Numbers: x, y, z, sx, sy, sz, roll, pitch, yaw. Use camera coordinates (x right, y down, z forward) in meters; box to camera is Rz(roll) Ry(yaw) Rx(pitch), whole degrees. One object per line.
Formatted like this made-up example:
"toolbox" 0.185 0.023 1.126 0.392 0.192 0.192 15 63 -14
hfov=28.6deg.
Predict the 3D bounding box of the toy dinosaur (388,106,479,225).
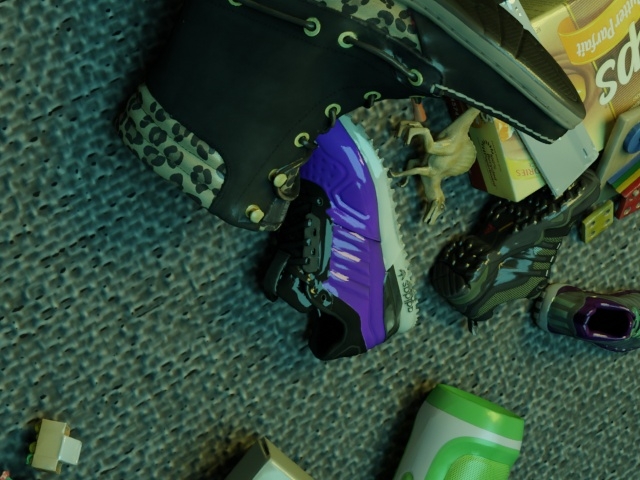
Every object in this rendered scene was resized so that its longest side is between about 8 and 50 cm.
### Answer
"toy dinosaur" 0.129 -0.104 1.349 0.092 0.053 0.183 13 126 -16

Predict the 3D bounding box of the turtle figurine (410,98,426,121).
"turtle figurine" 0.085 -0.271 1.275 0.217 0.087 0.269 -36 105 -30

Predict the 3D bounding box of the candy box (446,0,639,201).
"candy box" 0.291 -0.200 1.420 0.316 0.087 0.183 -31 118 -22

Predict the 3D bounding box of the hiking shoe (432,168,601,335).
"hiking shoe" 0.235 0.007 1.448 0.227 0.086 0.114 -39 132 -1

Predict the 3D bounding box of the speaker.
"speaker" 0.127 0.321 1.434 0.131 0.131 0.296 22 91 -34

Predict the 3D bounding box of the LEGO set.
"LEGO set" -0.298 0.316 1.211 0.132 0.107 0.287 -26 115 -62

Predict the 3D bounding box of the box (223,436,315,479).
"box" 0.014 0.361 1.300 0.311 0.121 0.148 40 87 -6

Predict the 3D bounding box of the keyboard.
"keyboard" 0.222 -0.160 1.330 0.072 0.014 0.256 -41 121 -9

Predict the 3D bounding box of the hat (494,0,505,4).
"hat" 0.129 -0.385 1.158 0.331 0.134 0.331 -1 130 -1

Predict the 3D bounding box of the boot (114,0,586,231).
"boot" 0.019 -0.130 1.148 0.377 0.138 0.284 30 114 -12

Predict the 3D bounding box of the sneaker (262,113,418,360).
"sneaker" 0.001 0.000 1.287 0.146 0.102 0.293 -28 116 -22

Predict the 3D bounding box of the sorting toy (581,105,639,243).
"sorting toy" 0.381 -0.094 1.454 0.132 0.046 0.274 -23 144 -31

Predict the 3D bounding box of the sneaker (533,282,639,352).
"sneaker" 0.370 0.106 1.542 0.223 0.098 0.083 6 99 -32
